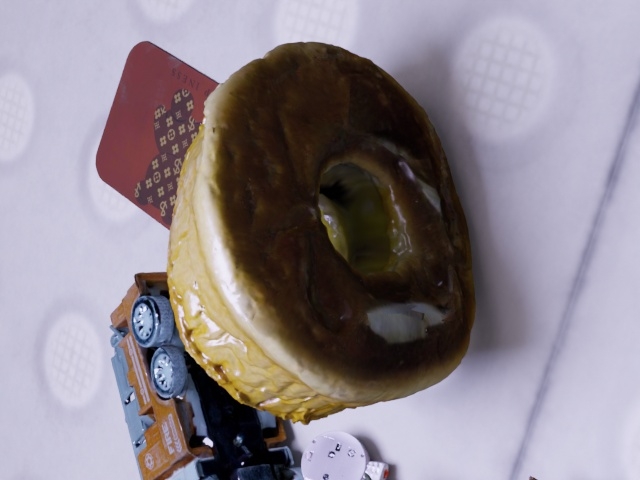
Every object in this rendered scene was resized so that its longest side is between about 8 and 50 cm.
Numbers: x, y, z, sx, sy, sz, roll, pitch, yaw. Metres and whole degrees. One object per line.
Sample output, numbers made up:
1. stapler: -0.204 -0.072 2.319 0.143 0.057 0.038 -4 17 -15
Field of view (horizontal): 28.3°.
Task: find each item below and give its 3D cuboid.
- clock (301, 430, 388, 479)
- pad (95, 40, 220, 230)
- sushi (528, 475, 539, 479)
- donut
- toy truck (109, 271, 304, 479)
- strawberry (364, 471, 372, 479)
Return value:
1. clock: 0.011 0.248 1.211 0.087 0.041 0.129 21 73 21
2. pad: -0.159 -0.103 1.428 0.267 0.004 0.181 33 110 37
3. sushi: 0.227 0.232 1.044 0.120 0.052 0.055 22 102 39
4. donut: 0.000 0.000 1.101 0.160 0.330 0.330 -32 68 48
5. toy truck: -0.126 0.212 1.309 0.184 0.133 0.338 -41 60 44
6. strawberry: 0.083 0.337 1.120 0.174 0.098 0.228 -122 35 -74
